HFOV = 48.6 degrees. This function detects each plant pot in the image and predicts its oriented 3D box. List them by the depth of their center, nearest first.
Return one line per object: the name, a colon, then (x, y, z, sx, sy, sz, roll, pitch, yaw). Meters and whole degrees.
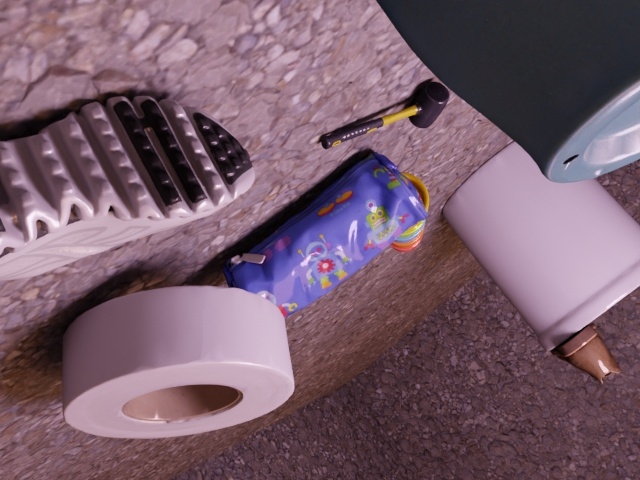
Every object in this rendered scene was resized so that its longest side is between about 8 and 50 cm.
plant pot: (0.174, -0.189, 0.490, 0.272, 0.255, 0.271, -23, 162, -8)

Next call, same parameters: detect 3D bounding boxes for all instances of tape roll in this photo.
tape roll: (-0.180, 0.163, 0.901, 0.286, 0.100, 0.286, -9, 152, -5)

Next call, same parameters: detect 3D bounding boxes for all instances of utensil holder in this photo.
utensil holder: (0.504, -0.006, 1.564, 0.328, 0.385, 0.327, -34, 165, -11)

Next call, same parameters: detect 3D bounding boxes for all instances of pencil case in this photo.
pencil case: (0.000, 0.000, 0.997, 0.306, 0.119, 0.133, -36, 133, -1)

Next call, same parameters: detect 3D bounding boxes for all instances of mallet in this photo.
mallet: (0.080, -0.148, 0.909, 0.190, 0.039, 0.062, -26, 164, -20)

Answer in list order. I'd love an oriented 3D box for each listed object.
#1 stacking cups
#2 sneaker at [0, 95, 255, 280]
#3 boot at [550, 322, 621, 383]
stacking cups: (0.153, -0.036, 1.267, 0.096, 0.096, 0.316, -38, 165, 2)
sneaker: (-0.190, -0.032, 0.548, 0.292, 0.110, 0.118, -16, 163, -33)
boot: (0.575, 0.249, 1.526, 0.112, 0.115, 0.305, -42, 165, 11)
